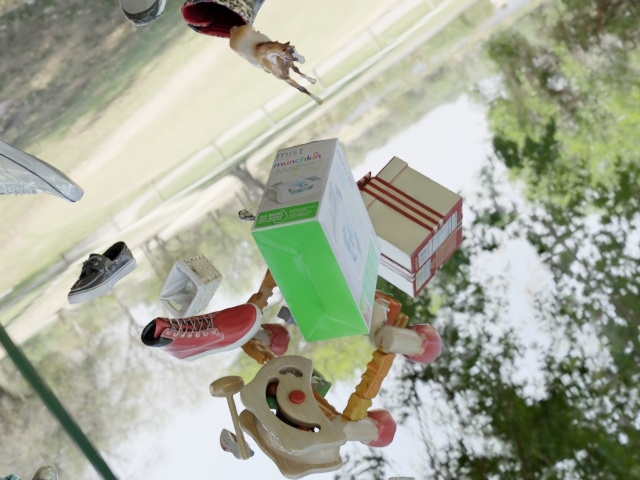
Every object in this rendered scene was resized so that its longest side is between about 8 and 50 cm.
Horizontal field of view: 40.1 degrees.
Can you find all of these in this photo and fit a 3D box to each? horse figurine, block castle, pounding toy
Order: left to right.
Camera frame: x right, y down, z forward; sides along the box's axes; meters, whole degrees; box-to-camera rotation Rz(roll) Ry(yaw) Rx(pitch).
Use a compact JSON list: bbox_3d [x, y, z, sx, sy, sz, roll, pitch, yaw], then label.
[{"bbox_3d":[-0.094,-0.337,1.594,0.066,0.263,0.174,-53,139,5],"label":"horse figurine"},{"bbox_3d":[-0.060,0.311,1.526,0.154,0.269,0.155,-22,136,-33],"label":"pounding toy"},{"bbox_3d":[0.031,0.219,1.958,0.212,0.453,0.303,15,105,-49],"label":"block castle"}]

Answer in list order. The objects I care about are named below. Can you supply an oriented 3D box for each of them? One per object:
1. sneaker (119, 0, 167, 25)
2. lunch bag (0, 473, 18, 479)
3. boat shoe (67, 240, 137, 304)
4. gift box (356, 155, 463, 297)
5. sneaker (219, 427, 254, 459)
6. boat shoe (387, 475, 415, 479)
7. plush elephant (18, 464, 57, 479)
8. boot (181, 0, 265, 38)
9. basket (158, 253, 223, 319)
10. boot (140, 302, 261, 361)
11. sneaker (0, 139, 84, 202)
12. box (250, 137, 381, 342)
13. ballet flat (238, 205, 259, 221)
[{"bbox_3d":[-0.390,-0.560,1.802,0.100,0.272,0.108,-18,159,9],"label":"sneaker"},{"bbox_3d":[-0.582,0.475,1.402,0.108,0.279,0.224,101,2,-63],"label":"lunch bag"},{"bbox_3d":[-0.446,0.058,1.776,0.080,0.076,0.228,-12,-165,24],"label":"boat shoe"},{"bbox_3d":[0.190,-0.034,2.260,0.276,0.258,0.255,-43,151,-24],"label":"gift box"},{"bbox_3d":[-0.261,0.642,2.747,0.158,0.064,0.061,31,-78,49],"label":"sneaker"},{"bbox_3d":[0.163,0.518,1.586,0.063,0.184,0.066,-7,145,-1],"label":"boat shoe"},{"bbox_3d":[-0.707,0.706,2.047,0.329,0.272,0.255,-18,178,-26],"label":"plush elephant"},{"bbox_3d":[-0.303,-0.684,2.306,0.138,0.377,0.284,113,-5,-52],"label":"boot"},{"bbox_3d":[-0.362,0.130,2.457,0.103,0.113,0.167,-25,155,-49],"label":"basket"},{"bbox_3d":[-0.264,0.189,1.921,0.244,0.089,0.176,-25,150,19],"label":"boot"},{"bbox_3d":[-0.560,-0.120,1.619,0.091,0.258,0.094,-63,173,-1],"label":"sneaker"},{"bbox_3d":[0.000,0.000,1.512,0.126,0.262,0.231,-10,-143,20],"label":"box"},{"bbox_3d":[-0.183,-0.073,2.371,0.114,0.041,0.041,-5,-158,43],"label":"ballet flat"}]
